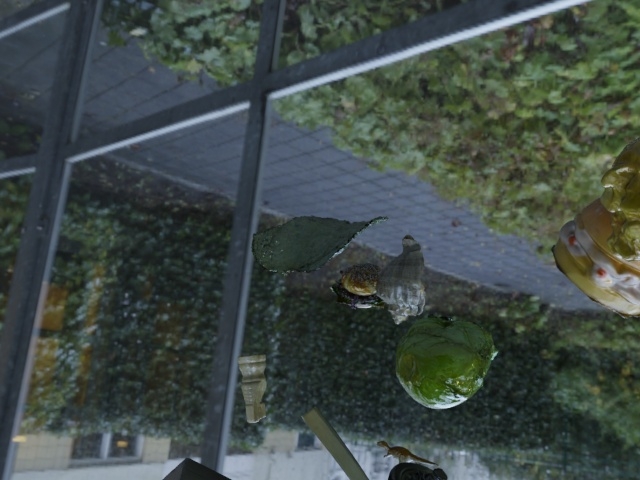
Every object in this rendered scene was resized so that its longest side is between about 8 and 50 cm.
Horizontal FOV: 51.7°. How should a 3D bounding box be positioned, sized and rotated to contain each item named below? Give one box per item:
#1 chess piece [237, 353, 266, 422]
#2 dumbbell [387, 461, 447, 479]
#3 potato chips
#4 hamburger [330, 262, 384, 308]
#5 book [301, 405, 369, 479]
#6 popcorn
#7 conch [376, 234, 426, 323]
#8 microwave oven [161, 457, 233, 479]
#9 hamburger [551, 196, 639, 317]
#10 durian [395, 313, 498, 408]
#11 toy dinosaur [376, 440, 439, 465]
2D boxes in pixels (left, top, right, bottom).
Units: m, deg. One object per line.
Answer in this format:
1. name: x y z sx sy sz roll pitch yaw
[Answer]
1. chess piece: -0.203 0.449 2.013 0.090 0.200 0.090 -5 169 -1
2. dumbbell: 0.158 0.646 1.402 0.179 0.406 0.179 24 -163 -8
3. potato chips: -0.004 -0.006 1.158 0.228 0.167 0.059 -3 125 25
4. hamburger: 0.122 0.128 1.943 0.190 0.093 0.164 -5 -152 -2
5. book: 0.065 0.533 1.594 0.043 0.260 0.371 -37 161 -9
6. popcorn: 0.534 -0.079 0.986 0.253 0.190 0.191 -30 109 21
7. conch: 0.200 0.094 1.494 0.130 0.207 0.155 8 -171 -37
8. microwave oven: -0.294 0.685 1.240 0.236 0.374 0.432 32 124 -17
9. hamburger: 0.703 0.011 1.508 0.276 0.276 0.237 11 127 -20
10. durian: 0.307 0.306 1.671 0.256 0.204 0.340 -32 -178 26
11. toy dinosaur: 0.244 0.604 1.870 0.162 0.126 0.039 -38 174 39
